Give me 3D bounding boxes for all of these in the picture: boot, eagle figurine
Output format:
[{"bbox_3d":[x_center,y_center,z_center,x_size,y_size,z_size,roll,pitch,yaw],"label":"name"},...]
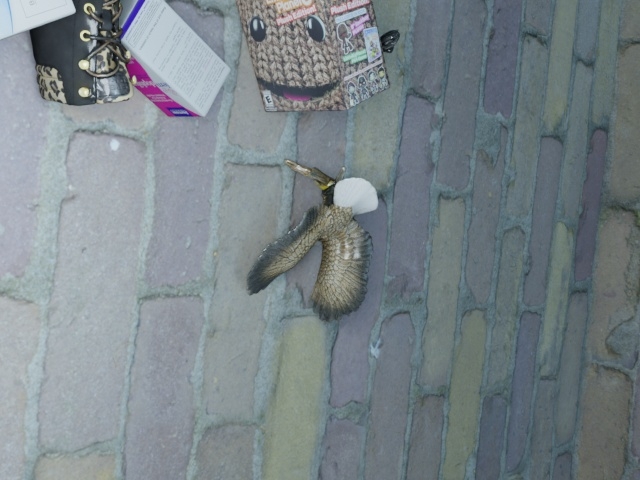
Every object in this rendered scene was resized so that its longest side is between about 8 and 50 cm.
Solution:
[{"bbox_3d":[-0.316,-0.345,1.156,0.138,0.377,0.284,-32,123,-51],"label":"boot"},{"bbox_3d":[0.001,0.004,1.679,0.225,0.226,0.298,55,49,-61],"label":"eagle figurine"}]

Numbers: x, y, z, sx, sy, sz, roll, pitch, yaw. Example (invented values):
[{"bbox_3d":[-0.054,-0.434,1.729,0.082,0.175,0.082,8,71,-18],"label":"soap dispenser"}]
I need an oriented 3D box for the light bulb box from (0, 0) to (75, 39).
[{"bbox_3d":[-0.565,-0.389,0.974,0.361,0.225,0.358,-38,121,-39],"label":"light bulb box"}]

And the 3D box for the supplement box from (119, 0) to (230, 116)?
[{"bbox_3d":[-0.279,-0.322,1.379,0.220,0.111,0.114,40,66,-42],"label":"supplement box"}]

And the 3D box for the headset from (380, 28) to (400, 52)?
[{"bbox_3d":[0.067,-0.577,1.668,0.243,0.185,0.394,-8,90,-46],"label":"headset"}]

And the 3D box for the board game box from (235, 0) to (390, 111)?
[{"bbox_3d":[-0.021,-0.412,1.560,0.141,0.232,0.291,-34,118,-39],"label":"board game box"}]
